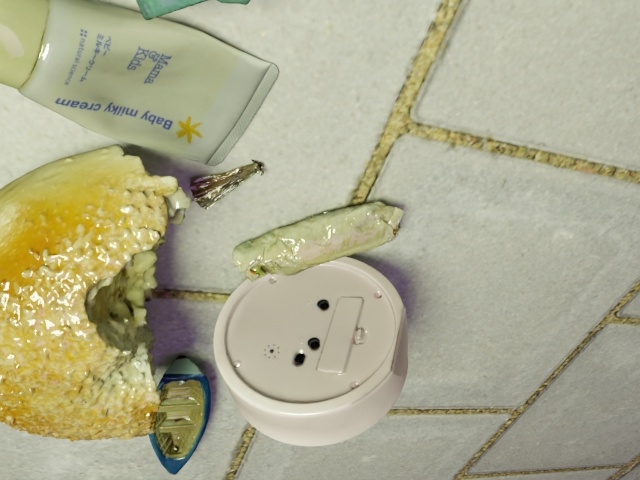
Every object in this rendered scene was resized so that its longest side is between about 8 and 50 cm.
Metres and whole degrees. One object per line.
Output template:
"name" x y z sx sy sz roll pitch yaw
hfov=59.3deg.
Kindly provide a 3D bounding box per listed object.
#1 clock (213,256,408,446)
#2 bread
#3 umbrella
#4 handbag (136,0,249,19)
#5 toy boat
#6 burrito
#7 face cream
"clock" -0.008 0.106 0.585 0.196 0.197 0.068 -14 135 -4
"bread" -0.233 0.066 0.499 0.191 0.171 0.314 2 130 -24
"umbrella" -0.093 -0.054 0.536 0.083 0.020 0.032 -25 95 6
"handbag" -0.018 -0.278 0.295 0.268 0.100 0.274 -17 134 -3
"toy boat" -0.192 0.239 0.756 0.080 0.046 0.229 0 132 -18
"burrito" 0.001 0.001 0.597 0.188 0.045 0.058 -19 141 -2
"face cream" -0.146 -0.125 0.431 0.224 0.070 0.114 15 126 -39
